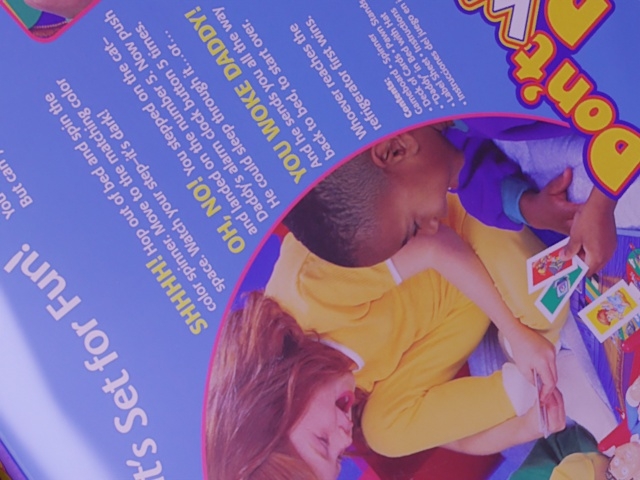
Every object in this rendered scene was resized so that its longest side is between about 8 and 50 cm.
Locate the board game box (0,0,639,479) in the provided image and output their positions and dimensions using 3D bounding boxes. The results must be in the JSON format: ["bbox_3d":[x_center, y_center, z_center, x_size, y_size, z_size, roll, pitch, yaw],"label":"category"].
[{"bbox_3d":[0.000,0.000,0.471,0.233,0.078,0.347,-35,96,-19],"label":"board game box"}]
